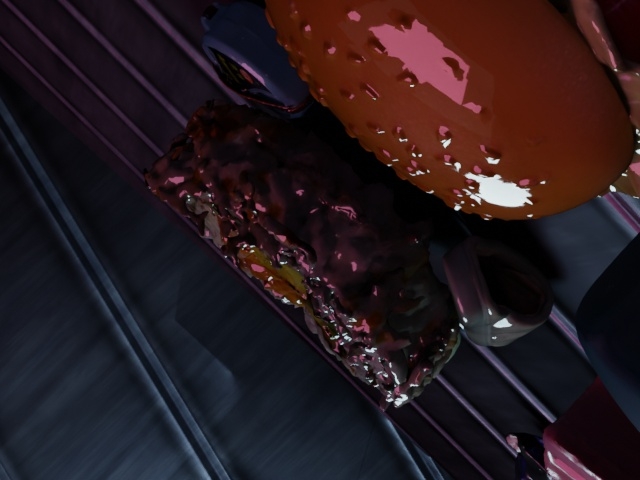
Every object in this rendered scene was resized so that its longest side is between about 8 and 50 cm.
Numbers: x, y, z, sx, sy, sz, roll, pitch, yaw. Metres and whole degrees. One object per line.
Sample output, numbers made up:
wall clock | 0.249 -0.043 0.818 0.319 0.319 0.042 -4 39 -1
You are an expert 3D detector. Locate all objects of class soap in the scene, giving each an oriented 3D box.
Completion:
soap | 0.409 0.302 1.659 0.359 0.128 0.233 38 168 20

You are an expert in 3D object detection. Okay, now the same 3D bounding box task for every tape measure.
tape measure | -0.058 -0.178 1.554 0.146 0.081 0.125 33 170 36

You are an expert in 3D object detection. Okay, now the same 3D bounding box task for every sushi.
sushi | 0.002 0.001 1.698 0.417 0.176 0.417 43 178 2

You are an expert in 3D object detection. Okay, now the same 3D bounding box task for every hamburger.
hamburger | 0.090 -0.132 0.818 0.274 0.212 0.274 41 170 9

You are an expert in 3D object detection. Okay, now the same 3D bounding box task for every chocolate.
chocolate | 0.369 0.397 2.213 0.343 0.126 0.148 45 180 -9

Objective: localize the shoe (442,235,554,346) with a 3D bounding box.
shoe | 0.185 0.050 1.595 0.251 0.100 0.103 27 -126 -74

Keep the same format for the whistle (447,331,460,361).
whistle | 0.106 0.079 2.055 0.126 0.067 0.258 13 147 44

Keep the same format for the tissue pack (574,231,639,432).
tissue pack | 0.299 0.069 0.904 0.206 0.198 0.287 45 168 -13
